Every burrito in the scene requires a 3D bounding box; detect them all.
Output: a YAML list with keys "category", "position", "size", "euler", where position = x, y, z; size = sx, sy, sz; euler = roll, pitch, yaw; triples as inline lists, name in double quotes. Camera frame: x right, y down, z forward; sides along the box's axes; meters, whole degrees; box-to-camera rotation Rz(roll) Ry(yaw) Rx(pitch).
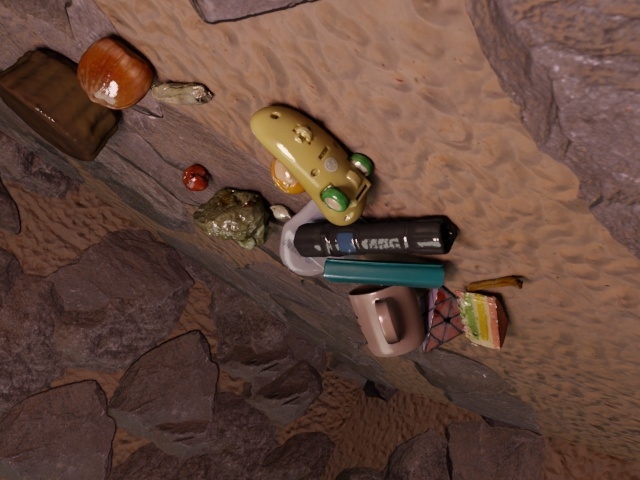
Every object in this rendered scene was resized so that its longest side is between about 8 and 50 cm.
- category: "burrito"
  position: [-0.329, -0.347, 1.031]
  size: [0.188, 0.044, 0.058]
  euler: [15, 180, 29]

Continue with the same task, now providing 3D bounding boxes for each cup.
- category: "cup"
  position: [0.198, 0.226, 1.262]
  size: [0.253, 0.192, 0.200]
  euler: [-29, -79, -81]

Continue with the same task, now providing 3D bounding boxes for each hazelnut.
- category: "hazelnut"
  position: [-0.476, -0.381, 1.009]
  size: [0.150, 0.150, 0.150]
  euler: [26, 159, 11]

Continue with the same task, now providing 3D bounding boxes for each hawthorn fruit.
- category: "hawthorn fruit"
  position: [-0.397, -0.199, 1.410]
  size: [0.093, 0.093, 0.093]
  euler: [26, 159, 11]

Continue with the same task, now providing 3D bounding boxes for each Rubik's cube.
- category: "Rubik's cube"
  position: [0.351, 0.192, 1.352]
  size: [0.178, 0.211, 0.190]
  euler: [-147, 40, -65]

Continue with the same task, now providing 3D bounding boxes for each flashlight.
- category: "flashlight"
  position: [0.118, -0.008, 1.070]
  size: [0.424, 0.103, 0.103]
  euler: [-3, 143, 38]

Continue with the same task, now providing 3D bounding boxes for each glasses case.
- category: "glasses case"
  position: [0.166, 0.082, 1.148]
  size: [0.301, 0.070, 0.117]
  euler: [4, 170, 10]

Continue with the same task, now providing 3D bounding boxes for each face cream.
- category: "face cream"
  position: [0.000, 0.000, 1.305]
  size: [0.235, 0.137, 0.420]
  euler: [39, 150, -11]

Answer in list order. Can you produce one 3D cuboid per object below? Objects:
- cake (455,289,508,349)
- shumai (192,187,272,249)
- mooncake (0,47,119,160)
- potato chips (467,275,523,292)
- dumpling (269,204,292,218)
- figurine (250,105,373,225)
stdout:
- category: "cake"
  position: [0.450, 0.198, 1.206]
  size: [0.109, 0.090, 0.225]
  euler: [13, 141, 39]
- category: "shumai"
  position: [-0.266, -0.052, 1.417]
  size: [0.256, 0.189, 0.218]
  euler: [17, 154, 44]
- category: "mooncake"
  position: [-0.769, -0.400, 1.303]
  size: [0.324, 0.187, 0.324]
  euler: [28, 159, 12]
- category: "potato chips"
  position: [0.426, 0.109, 1.074]
  size: [0.026, 0.037, 0.204]
  euler: [43, 163, -7]
- category: "dumpling"
  position: [-0.118, -0.085, 1.350]
  size: [0.077, 0.043, 0.059]
  euler: [3, 166, 19]
- category: "figurine"
  position: [-0.026, -0.158, 0.960]
  size: [0.324, 0.124, 0.222]
  euler: [41, 160, -19]
